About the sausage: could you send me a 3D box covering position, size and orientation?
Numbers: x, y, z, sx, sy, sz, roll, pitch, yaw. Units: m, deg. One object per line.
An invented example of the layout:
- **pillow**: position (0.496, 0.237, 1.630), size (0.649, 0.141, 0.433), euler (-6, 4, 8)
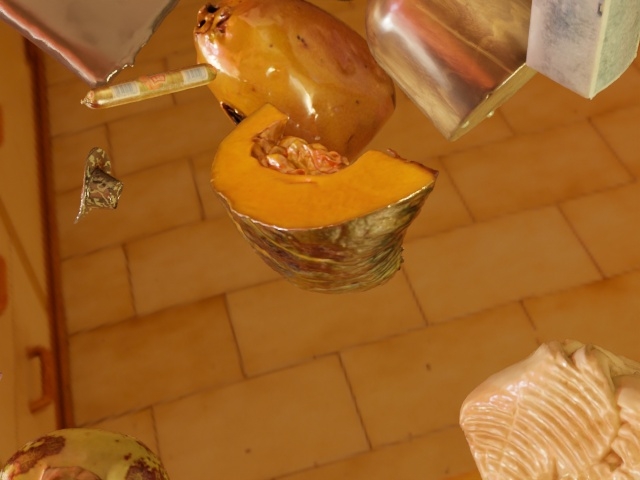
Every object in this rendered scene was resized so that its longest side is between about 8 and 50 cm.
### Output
- **sausage**: position (-0.105, -0.098, 0.688), size (0.100, 0.015, 0.015), euler (-20, 40, -34)

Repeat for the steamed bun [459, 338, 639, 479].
- **steamed bun**: position (0.327, 0.250, 1.249), size (0.289, 0.203, 0.276), euler (-17, 74, 45)

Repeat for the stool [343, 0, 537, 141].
- **stool**: position (0.110, -0.253, 1.100), size (0.179, 0.179, 0.264), euler (-38, 84, -27)

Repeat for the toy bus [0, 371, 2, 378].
- **toy bus**: position (-0.276, 0.096, 0.685), size (0.098, 0.087, 0.178), euler (28, 7, -1)

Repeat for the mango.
- **mango**: position (-0.031, -0.207, 1.370), size (0.152, 0.287, 0.201), euler (-27, 51, 36)

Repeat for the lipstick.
- **lipstick**: position (0.206, -0.239, 0.793), size (0.077, 0.290, 0.076), euler (-38, 59, -24)

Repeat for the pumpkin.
- **pumpkin**: position (-0.002, 0.003, 0.884), size (0.111, 0.163, 0.278), euler (-35, 31, -18)

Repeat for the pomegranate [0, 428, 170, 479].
- **pomegranate**: position (-0.289, 0.312, 1.324), size (0.222, 0.276, 0.204), euler (-5, 49, -1)

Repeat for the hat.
- **hat**: position (-0.295, -0.067, 1.478), size (0.050, 0.121, 0.121), euler (19, 47, 2)

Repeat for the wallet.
- **wallet**: position (-0.309, -0.329, 1.128), size (0.377, 0.051, 0.197), euler (37, 79, 1)
